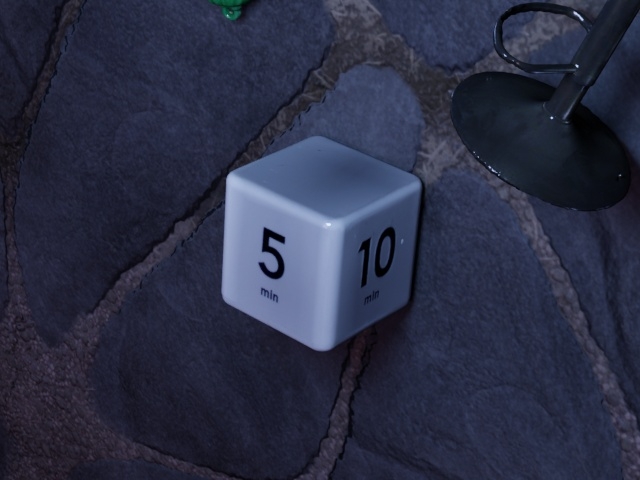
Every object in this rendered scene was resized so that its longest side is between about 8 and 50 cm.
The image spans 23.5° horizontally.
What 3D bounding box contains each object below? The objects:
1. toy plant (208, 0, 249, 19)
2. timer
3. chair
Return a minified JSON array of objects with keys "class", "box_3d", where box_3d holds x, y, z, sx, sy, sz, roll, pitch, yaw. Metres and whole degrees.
[{"class":"toy plant","box_3d":[-0.108,-0.372,2.015,0.143,0.105,0.200,12,136,24]},{"class":"timer","box_3d":[0.000,0.000,2.015,0.194,0.192,0.195,26,126,33]},{"class":"chair","box_3d":[0.317,-0.244,1.586,0.226,0.226,0.401,45,132,18]}]
